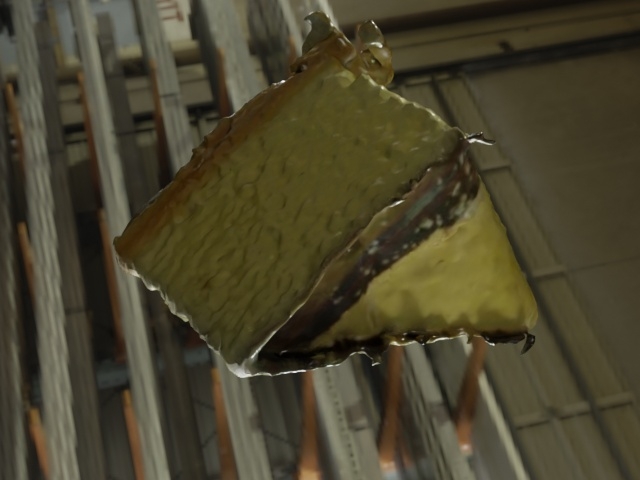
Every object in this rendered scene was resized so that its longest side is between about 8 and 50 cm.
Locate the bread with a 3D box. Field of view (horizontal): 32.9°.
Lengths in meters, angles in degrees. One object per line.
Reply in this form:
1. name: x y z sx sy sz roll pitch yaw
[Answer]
1. bread: 0.000 0.000 0.461 0.147 0.152 0.127 42 -18 54
